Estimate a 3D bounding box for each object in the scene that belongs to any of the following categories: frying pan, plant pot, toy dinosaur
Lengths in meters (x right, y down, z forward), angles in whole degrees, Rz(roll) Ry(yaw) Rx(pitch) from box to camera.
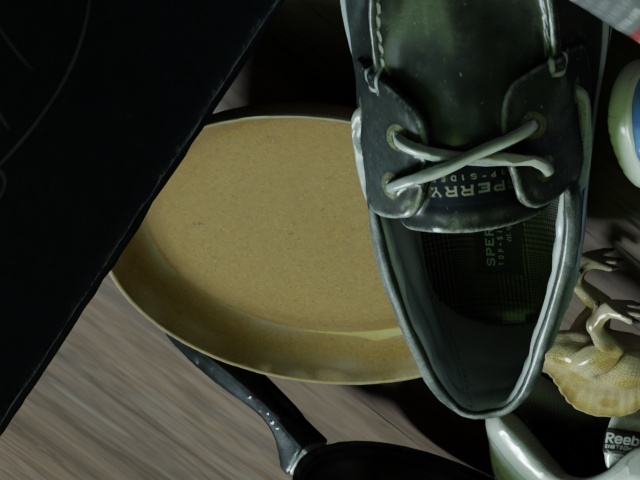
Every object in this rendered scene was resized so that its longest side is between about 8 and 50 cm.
[{"bbox_3d":[0.014,0.157,1.174,0.326,0.197,0.053,23,109,9],"label":"frying pan"},{"bbox_3d":[0.000,0.000,1.036,0.236,0.032,0.236,4,143,3],"label":"plant pot"},{"bbox_3d":[0.142,0.055,1.003,0.183,0.053,0.092,12,130,2],"label":"toy dinosaur"}]

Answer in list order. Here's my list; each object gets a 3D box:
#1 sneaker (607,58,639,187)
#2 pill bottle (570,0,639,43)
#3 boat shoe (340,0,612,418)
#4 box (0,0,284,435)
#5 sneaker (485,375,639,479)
[{"bbox_3d":[0.194,-0.026,0.860,0.084,0.058,0.152,5,145,45],"label":"sneaker"},{"bbox_3d":[0.051,-0.194,0.647,0.283,0.161,0.161,32,149,0],"label":"pill bottle"},{"bbox_3d":[0.074,-0.049,0.843,0.121,0.119,0.335,-4,137,12],"label":"boat shoe"},{"bbox_3d":[-0.321,-0.091,0.813,0.480,0.472,0.297,39,150,-13],"label":"box"},{"bbox_3d":[0.215,0.146,1.059,0.292,0.110,0.118,9,134,32],"label":"sneaker"}]
